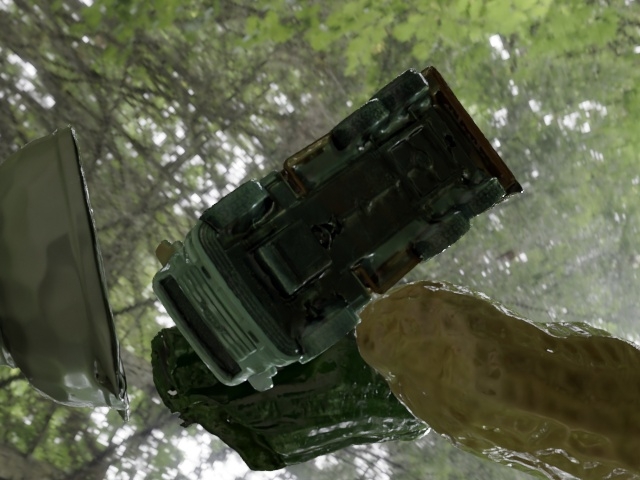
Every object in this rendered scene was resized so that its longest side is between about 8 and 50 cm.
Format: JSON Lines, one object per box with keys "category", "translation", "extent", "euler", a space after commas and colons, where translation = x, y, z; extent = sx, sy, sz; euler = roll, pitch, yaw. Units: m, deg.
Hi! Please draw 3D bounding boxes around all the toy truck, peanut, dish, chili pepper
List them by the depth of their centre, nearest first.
{"category": "toy truck", "translation": [-0.001, -0.001, 0.499], "extent": [0.177, 0.115, 0.080], "euler": [-36, -90, -40]}
{"category": "peanut", "translation": [0.184, 0.126, 0.916], "extent": [0.325, 0.140, 0.153], "euler": [25, -127, 4]}
{"category": "dish", "translation": [-0.261, 0.040, 0.994], "extent": [0.120, 0.303, 0.303], "euler": [-10, -124, -11]}
{"category": "chili pepper", "translation": [-0.017, 0.169, 1.342], "extent": [0.385, 0.167, 0.213], "euler": [2, -158, -16]}
